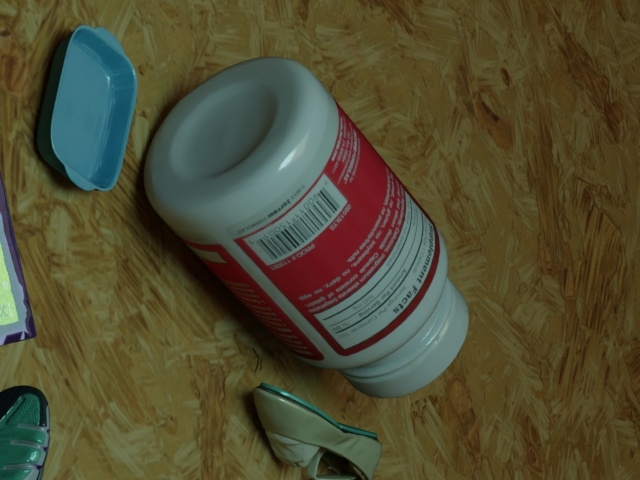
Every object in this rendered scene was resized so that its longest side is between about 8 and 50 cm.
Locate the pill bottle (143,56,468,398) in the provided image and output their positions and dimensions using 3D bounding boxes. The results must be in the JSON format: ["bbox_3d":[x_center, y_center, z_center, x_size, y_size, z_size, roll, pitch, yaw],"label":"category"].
[{"bbox_3d":[0.000,0.000,2.201,0.407,0.229,0.229,49,43,-39],"label":"pill bottle"}]

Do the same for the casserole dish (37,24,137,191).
[{"bbox_3d":[-0.248,-0.136,2.036,0.114,0.037,0.188,40,50,-45],"label":"casserole dish"}]

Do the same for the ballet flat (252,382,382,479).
[{"bbox_3d":[-0.007,0.237,2.269,0.248,0.086,0.086,31,56,-51],"label":"ballet flat"}]

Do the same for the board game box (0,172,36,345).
[{"bbox_3d":[-0.388,-0.057,1.717,0.208,0.056,0.347,-14,93,-36],"label":"board game box"}]

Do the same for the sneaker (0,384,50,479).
[{"bbox_3d":[-0.299,0.251,1.833,0.098,0.083,0.223,71,28,-59],"label":"sneaker"}]
